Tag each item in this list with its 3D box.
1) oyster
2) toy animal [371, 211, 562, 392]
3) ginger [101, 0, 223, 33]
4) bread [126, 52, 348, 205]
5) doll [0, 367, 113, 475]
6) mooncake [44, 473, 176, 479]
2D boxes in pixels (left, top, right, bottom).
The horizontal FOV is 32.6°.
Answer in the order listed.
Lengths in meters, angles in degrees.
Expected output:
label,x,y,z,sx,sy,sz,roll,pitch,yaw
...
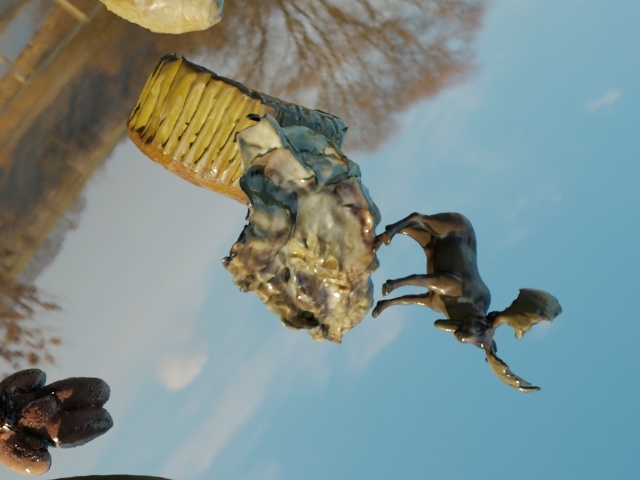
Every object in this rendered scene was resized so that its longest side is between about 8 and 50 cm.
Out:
label,x,y,z,sx,sy,sz,roll,pitch,yaw
oyster,0.004,-0.002,1.248,0.107,0.354,0.201,12,-109,28
toy animal,0.152,0.056,1.161,0.094,0.186,0.214,107,-14,-54
ginger,-0.294,-0.318,0.949,0.363,0.348,0.122,24,89,-61
bread,-0.101,-0.127,1.335,0.227,0.253,0.143,36,-74,44
doll,-0.497,0.280,1.785,0.156,0.303,0.201,85,-9,-53
mooncake,-0.290,0.494,1.599,0.378,0.378,0.201,-39,-139,43
